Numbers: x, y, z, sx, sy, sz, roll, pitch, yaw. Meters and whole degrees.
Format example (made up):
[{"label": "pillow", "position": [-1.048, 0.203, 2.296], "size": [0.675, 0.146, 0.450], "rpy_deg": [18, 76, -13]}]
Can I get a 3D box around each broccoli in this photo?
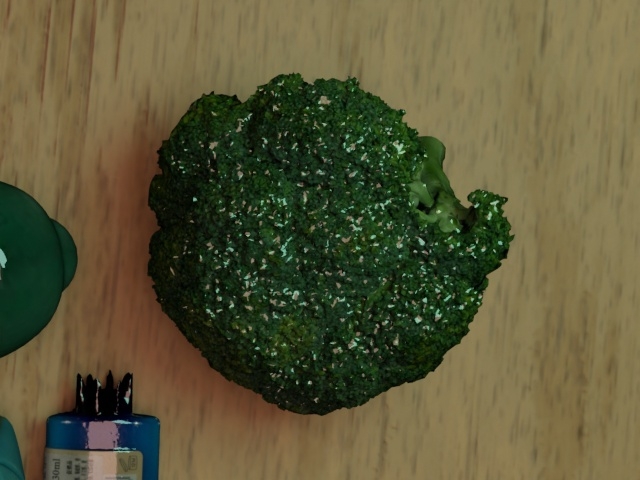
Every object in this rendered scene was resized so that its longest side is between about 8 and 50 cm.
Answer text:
[{"label": "broccoli", "position": [0.000, 0.000, 1.308], "size": [0.261, 0.269, 0.241], "rpy_deg": [29, 48, 11]}]

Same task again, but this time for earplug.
[{"label": "earplug", "position": [-0.319, -0.005, 1.293], "size": [0.280, 0.164, 0.257], "rpy_deg": [-2, 53, -22]}]

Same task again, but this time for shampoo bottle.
[{"label": "shampoo bottle", "position": [-0.166, 0.190, 1.350], "size": [0.087, 0.050, 0.183], "rpy_deg": [2, 89, -9]}]

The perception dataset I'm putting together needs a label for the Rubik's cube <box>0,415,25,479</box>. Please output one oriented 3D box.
[{"label": "Rubik's cube", "position": [-0.261, 0.277, 1.249], "size": [0.254, 0.254, 0.254], "rpy_deg": [0, 89, -11]}]
